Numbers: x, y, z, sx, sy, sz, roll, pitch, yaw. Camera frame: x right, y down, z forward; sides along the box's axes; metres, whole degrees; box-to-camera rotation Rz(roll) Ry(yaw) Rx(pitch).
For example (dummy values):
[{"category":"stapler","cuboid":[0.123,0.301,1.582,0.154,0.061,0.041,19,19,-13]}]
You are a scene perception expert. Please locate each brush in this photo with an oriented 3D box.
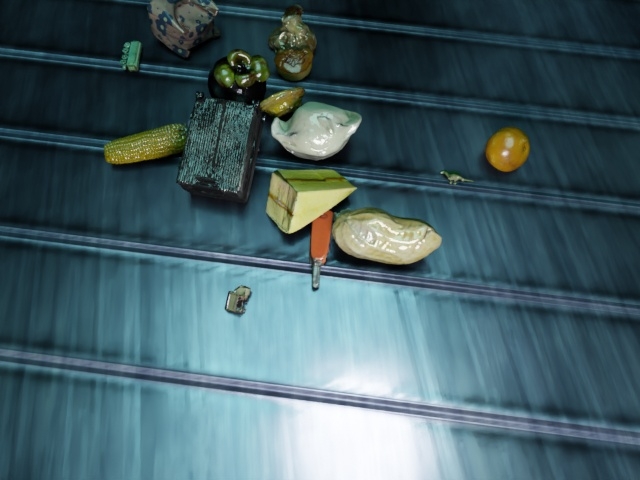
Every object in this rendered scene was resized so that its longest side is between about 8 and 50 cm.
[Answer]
[{"category":"brush","cuboid":[0.000,0.000,1.367,0.070,0.051,0.324,5,66,-2]}]

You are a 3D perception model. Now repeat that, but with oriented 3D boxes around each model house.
[{"category":"model house","cuboid":[-0.261,0.179,1.287,0.058,0.057,0.084,8,85,30]}]

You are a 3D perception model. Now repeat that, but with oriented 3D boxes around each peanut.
[{"category":"peanut","cuboid":[0.205,-0.013,1.322,0.339,0.174,0.158,14,23,0]}]

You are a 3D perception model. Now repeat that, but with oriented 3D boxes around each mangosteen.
[{"category":"mangosteen","cuboid":[-0.298,-0.580,1.510,0.242,0.243,0.243,1,67,-1]}]

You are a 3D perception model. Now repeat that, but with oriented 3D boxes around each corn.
[{"category":"corn","cuboid":[-0.610,-0.335,1.467,0.304,0.106,0.106,-16,68,-4]}]

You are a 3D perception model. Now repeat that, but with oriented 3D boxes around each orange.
[{"category":"orange","cuboid":[0.665,-0.326,1.483,0.136,0.159,0.159,15,59,50]}]

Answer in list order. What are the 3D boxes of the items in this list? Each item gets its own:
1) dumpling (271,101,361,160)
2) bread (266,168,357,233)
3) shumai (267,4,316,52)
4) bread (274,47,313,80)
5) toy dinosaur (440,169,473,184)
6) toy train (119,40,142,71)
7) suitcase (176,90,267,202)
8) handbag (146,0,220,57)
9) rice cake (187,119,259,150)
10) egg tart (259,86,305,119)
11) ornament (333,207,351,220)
[{"category":"dumpling","cuboid":[-0.015,-0.405,1.502,0.317,0.187,0.243,-6,34,0]},{"category":"bread","cuboid":[-0.032,-0.136,1.403,0.263,0.163,0.168,-7,37,-34]},{"category":"shumai","cuboid":[-0.117,-0.846,1.680,0.209,0.153,0.161,30,62,14]},{"category":"bread","cuboid":[-0.105,-0.698,1.645,0.155,0.086,0.125,-3,68,-2]},{"category":"toy dinosaur","cuboid":[0.496,-0.232,1.498,0.119,0.029,0.061,4,50,-2]},{"category":"toy train","cuboid":[-0.764,-0.747,1.673,0.070,0.038,0.148,-1,66,-5]},{"category":"suitcase","cuboid":[-0.329,-0.309,1.405,0.229,0.152,0.336,10,83,5]},{"category":"handbag","cuboid":[-0.536,-0.888,1.669,0.193,0.190,0.251,43,67,4]},{"category":"rice cake","cuboid":[-0.353,-0.377,1.519,0.290,0.051,0.081,30,69,10]},{"category":"egg tart","cuboid":[-0.135,-0.506,1.533,0.191,0.191,0.074,-27,101,-13]},{"category":"ornament","cuboid":[0.091,-0.081,1.403,0.092,0.068,0.041,20,28,-34]}]
